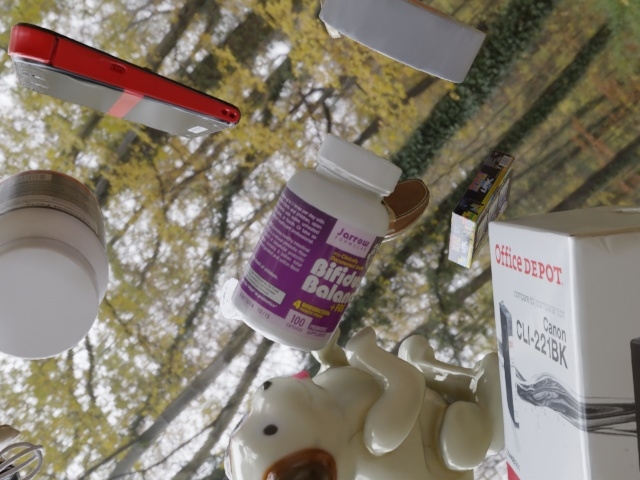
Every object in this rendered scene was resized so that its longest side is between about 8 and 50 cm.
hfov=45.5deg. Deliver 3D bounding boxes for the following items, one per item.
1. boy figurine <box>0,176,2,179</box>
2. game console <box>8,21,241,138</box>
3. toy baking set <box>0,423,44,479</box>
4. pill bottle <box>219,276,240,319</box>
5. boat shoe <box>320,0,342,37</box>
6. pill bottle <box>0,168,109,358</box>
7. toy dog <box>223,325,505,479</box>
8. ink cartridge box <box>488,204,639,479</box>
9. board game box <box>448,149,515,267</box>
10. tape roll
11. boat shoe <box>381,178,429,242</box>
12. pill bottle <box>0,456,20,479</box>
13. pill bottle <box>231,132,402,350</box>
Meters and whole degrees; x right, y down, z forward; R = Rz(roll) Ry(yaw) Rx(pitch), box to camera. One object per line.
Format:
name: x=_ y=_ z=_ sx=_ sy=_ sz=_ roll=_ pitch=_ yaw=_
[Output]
boy figurine: x=-0.735 y=-0.091 z=1.626 sx=0.092 sy=0.285 sz=0.177 roll=12 pitch=-130 yaw=6
game console: x=-0.329 y=-0.248 z=1.254 sx=0.342 sy=0.060 sz=0.386 roll=15 pitch=180 yaw=-20
toy baking set: x=-0.406 y=0.306 z=0.860 sx=0.196 sy=0.256 sz=0.030 roll=-18 pitch=-136 yaw=-32
pill bottle: x=-0.128 y=0.151 z=1.877 sx=0.221 sy=0.121 sz=0.121 roll=10 pitch=-139 yaw=-38
boat shoe: x=0.091 y=-0.504 z=1.330 sx=0.123 sy=0.123 sz=0.342 roll=59 pitch=-137 yaw=-57
pill bottle: x=-0.445 y=0.029 z=1.206 sx=0.210 sy=0.210 sz=0.363 roll=36 pitch=-174 yaw=-26
toy dog: x=0.047 y=0.316 z=1.211 sx=0.408 sy=0.395 sz=0.284 roll=5 pitch=-171 yaw=-32
ink cartridge box: x=0.209 y=0.115 z=0.556 sx=0.197 sy=0.114 sz=0.273 roll=-121 pitch=26 yaw=-86
board game box: x=0.292 y=-0.057 z=1.386 sx=0.048 sy=0.141 sz=0.170 roll=25 pitch=-121 yaw=21
tape roll: x=0.111 y=-0.293 z=1.037 sx=0.219 sy=0.072 sz=0.219 roll=22 pitch=-159 yaw=-9
boat shoe: x=0.109 y=-0.055 z=1.751 sx=0.122 sy=0.324 sz=0.120 roll=57 pitch=166 yaw=21
pill bottle: x=-0.609 y=0.367 z=1.239 sx=0.219 sy=0.123 sz=0.123 roll=26 pitch=-164 yaw=20
pill bottle: x=0.000 y=0.000 z=1.147 sx=0.169 sy=0.301 sz=0.169 roll=26 pitch=-169 yaw=-5
